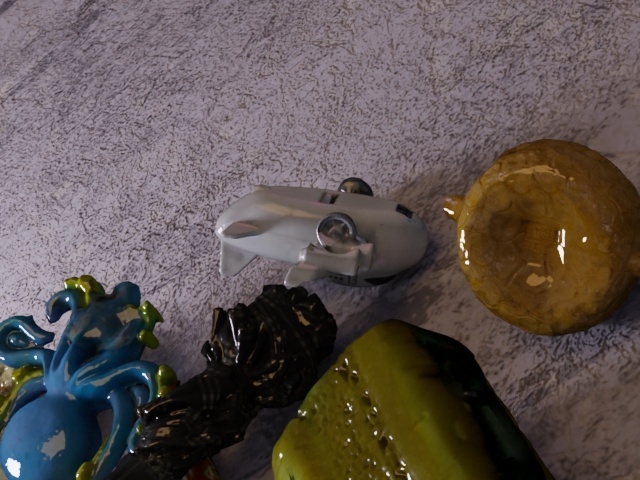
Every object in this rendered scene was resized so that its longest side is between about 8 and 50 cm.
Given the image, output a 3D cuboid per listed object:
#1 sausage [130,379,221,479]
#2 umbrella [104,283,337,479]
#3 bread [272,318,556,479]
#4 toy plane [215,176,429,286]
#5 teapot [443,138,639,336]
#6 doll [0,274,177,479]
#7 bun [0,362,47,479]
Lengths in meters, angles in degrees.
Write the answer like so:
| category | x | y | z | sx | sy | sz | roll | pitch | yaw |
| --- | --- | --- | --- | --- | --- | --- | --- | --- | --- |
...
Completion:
| category | x | y | z | sx | sy | sz | roll | pitch | yaw |
| --- | --- | --- | --- | --- | --- | --- | --- | --- | --- |
| sausage | -0.176 | 0.262 | 1.692 | 0.083 | 0.083 | 0.264 | -41 | 37 | 4 |
| umbrella | -0.128 | 0.172 | 1.623 | 0.336 | 0.128 | 0.154 | -32 | 64 | -20 |
| bread | 0.106 | 0.253 | 1.315 | 0.251 | 0.208 | 0.376 | -48 | 35 | 11 |
| toy plane | 0.001 | -0.005 | 1.707 | 0.267 | 0.122 | 0.267 | 1 | 20 | 0 |
| teapot | 0.269 | -0.007 | 1.478 | 0.311 | 0.203 | 0.167 | 13 | 18 | 26 |
| doll | -0.315 | 0.200 | 1.762 | 0.346 | 0.099 | 0.341 | 11 | 60 | 35 |
| bun | -0.419 | 0.242 | 1.890 | 0.220 | 0.134 | 0.220 | -23 | 38 | 20 |
